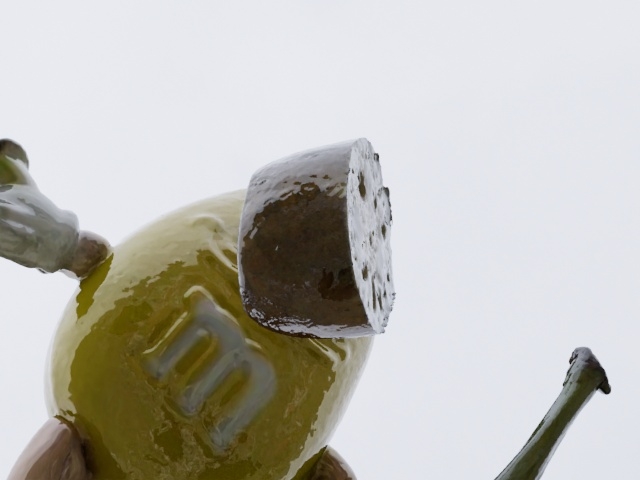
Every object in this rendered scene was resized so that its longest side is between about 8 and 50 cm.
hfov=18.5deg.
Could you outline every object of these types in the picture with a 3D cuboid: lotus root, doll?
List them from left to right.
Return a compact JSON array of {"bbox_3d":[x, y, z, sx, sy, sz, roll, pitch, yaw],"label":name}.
[{"bbox_3d":[-0.122,0.109,1.331,0.348,0.161,0.423,16,-115,-27],"label":"doll"},{"bbox_3d":[0.000,-0.003,1.187,0.081,0.122,0.112,0,-71,13],"label":"lotus root"}]

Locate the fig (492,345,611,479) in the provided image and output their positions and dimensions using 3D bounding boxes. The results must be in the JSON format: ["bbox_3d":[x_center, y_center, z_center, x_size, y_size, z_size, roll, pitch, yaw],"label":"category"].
[{"bbox_3d":[0.074,0.177,0.974,0.259,0.151,0.151,-46,-66,4],"label":"fig"}]
